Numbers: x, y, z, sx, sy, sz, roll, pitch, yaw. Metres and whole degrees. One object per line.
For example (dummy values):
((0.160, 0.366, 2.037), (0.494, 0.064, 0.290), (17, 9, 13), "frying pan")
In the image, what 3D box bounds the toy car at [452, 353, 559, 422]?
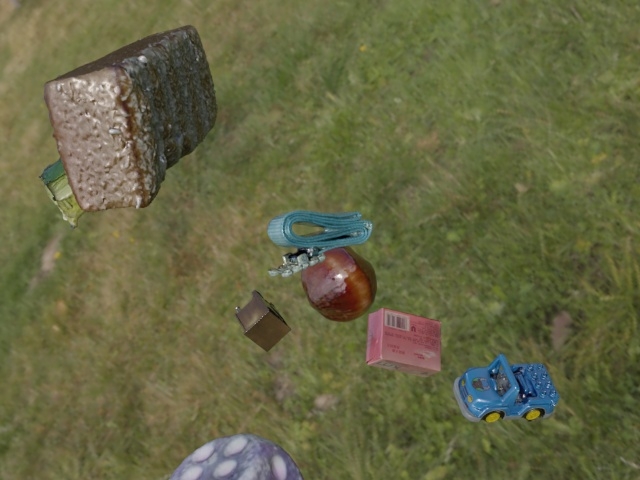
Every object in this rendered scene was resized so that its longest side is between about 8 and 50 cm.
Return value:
((0.348, 0.268, 1.669), (0.097, 0.191, 0.100), (-108, 24, -45), "toy car")

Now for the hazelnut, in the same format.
((0.049, 0.109, 2.196), (0.178, 0.204, 0.178), (-12, 49, 14), "hazelnut")

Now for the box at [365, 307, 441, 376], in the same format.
((0.166, 0.203, 1.798), (0.060, 0.156, 0.111), (-38, 42, 53), "box")

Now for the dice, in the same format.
((-0.200, 0.646, 2.174), (0.270, 0.271, 0.270), (-18, 24, 27), "dice")

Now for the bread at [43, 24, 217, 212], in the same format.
((-0.225, -0.176, 1.192), (0.113, 0.165, 0.416), (-6, 20, 8), "bread")

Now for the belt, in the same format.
((0.003, 0.000, 1.433), (0.065, 0.179, 0.100), (-1, 93, 57), "belt")

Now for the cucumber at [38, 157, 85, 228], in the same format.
((-0.371, -0.174, 1.689), (0.325, 0.145, 0.105), (-37, 50, -10), "cucumber")

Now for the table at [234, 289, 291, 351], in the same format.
((-0.122, 0.162, 1.854), (0.070, 0.083, 0.082), (-43, 42, 4), "table")
